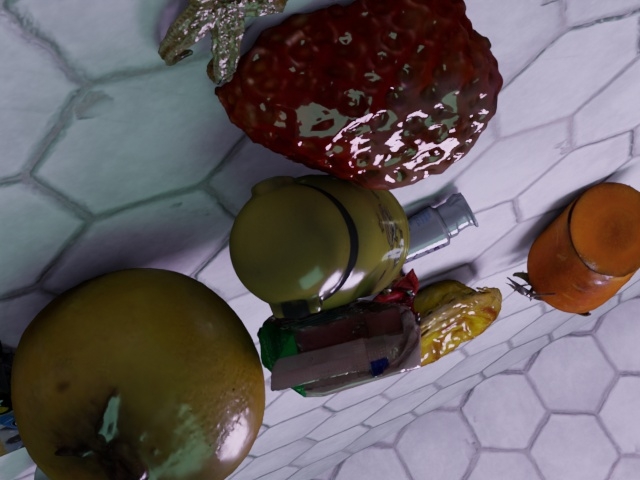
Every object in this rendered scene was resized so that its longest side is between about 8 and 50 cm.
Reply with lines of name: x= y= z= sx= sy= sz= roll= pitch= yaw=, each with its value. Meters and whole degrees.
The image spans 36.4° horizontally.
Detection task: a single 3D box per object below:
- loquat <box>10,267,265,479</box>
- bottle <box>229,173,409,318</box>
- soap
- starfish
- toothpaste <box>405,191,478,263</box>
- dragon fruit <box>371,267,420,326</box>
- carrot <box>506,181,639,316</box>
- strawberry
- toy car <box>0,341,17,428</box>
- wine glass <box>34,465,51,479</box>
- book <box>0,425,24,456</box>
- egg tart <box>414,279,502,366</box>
loquat: x=-0.232 y=0.181 z=1.280 sx=0.328 sy=0.328 sz=0.359 roll=-38 pitch=-162 yaw=23
bottle: x=0.000 y=0.000 z=1.185 sx=0.171 sy=0.172 sz=0.351 roll=-33 pitch=174 yaw=13
soap: x=0.014 y=0.136 z=1.292 sx=0.217 sy=0.098 sz=0.273 roll=-9 pitch=180 yaw=-13
starfish: x=-0.078 y=-0.220 z=0.878 sx=0.150 sy=0.053 sz=0.209 roll=-8 pitch=149 yaw=-50
toothpaste: x=0.116 y=0.019 z=1.615 sx=0.299 sy=0.073 sz=0.114 roll=-28 pitch=-173 yaw=6
dragon fruit: x=0.139 y=0.127 z=1.830 sx=0.092 sy=0.123 sz=0.192 roll=-7 pitch=157 yaw=-7
carrot: x=0.529 y=0.049 z=2.000 sx=0.214 sy=0.193 sz=0.331 roll=-64 pitch=-176 yaw=-33
strawberry: x=0.052 y=-0.146 z=1.071 sx=0.336 sy=0.149 sz=0.265 roll=-8 pitch=152 yaw=-39
toy car: x=-0.448 y=0.200 z=1.309 sx=0.100 sy=0.097 sz=0.191 roll=-22 pitch=159 yaw=6
wine glass: x=-0.448 y=0.452 z=1.862 sx=0.264 sy=0.096 sz=0.309 roll=-1 pitch=145 yaw=-45
book: x=-0.499 y=0.290 z=1.542 sx=0.373 sy=0.028 sz=0.262 roll=-21 pitch=159 yaw=-19
egg tart: x=0.242 y=0.165 z=2.033 sx=0.294 sy=0.116 sz=0.295 roll=-24 pitch=155 yaw=-11
